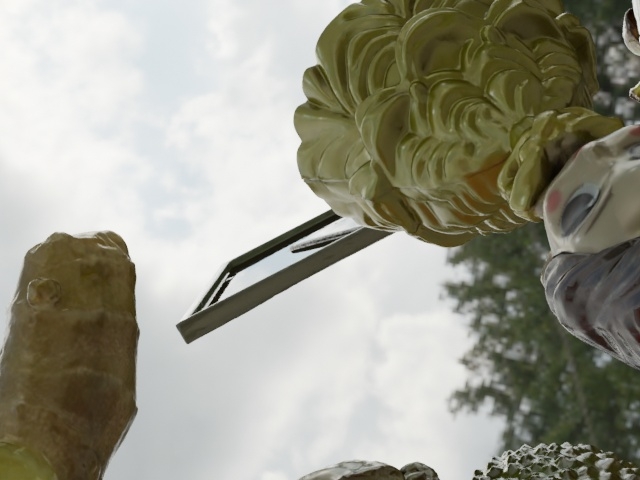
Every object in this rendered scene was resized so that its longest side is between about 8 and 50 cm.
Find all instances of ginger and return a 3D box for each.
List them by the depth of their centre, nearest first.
[{"bbox_3d":[-0.233,0.153,1.103,0.190,0.126,0.354,73,-152,-54],"label":"ginger"}]

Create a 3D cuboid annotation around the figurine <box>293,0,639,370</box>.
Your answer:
[{"bbox_3d":[0.120,-0.037,0.646,0.187,0.315,0.168,-14,-66,-14],"label":"figurine"}]

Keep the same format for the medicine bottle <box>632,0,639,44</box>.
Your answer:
[{"bbox_3d":[0.369,-0.341,1.182,0.190,0.190,0.332,-34,-62,-46],"label":"medicine bottle"}]

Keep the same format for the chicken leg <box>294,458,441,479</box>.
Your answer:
[{"bbox_3d":[-0.040,0.366,1.034,0.201,0.152,0.429,-81,14,-72],"label":"chicken leg"}]

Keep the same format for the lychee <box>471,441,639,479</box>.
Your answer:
[{"bbox_3d":[0.251,0.330,1.196,0.270,0.320,0.270,-25,-25,-13],"label":"lychee"}]

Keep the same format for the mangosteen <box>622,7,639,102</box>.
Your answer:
[{"bbox_3d":[0.434,-0.230,1.457,0.146,0.156,0.181,-34,-11,-24],"label":"mangosteen"}]

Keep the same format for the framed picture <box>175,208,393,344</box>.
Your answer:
[{"bbox_3d":[0.000,0.000,1.563,0.028,0.326,0.446,62,-174,-6],"label":"framed picture"}]
